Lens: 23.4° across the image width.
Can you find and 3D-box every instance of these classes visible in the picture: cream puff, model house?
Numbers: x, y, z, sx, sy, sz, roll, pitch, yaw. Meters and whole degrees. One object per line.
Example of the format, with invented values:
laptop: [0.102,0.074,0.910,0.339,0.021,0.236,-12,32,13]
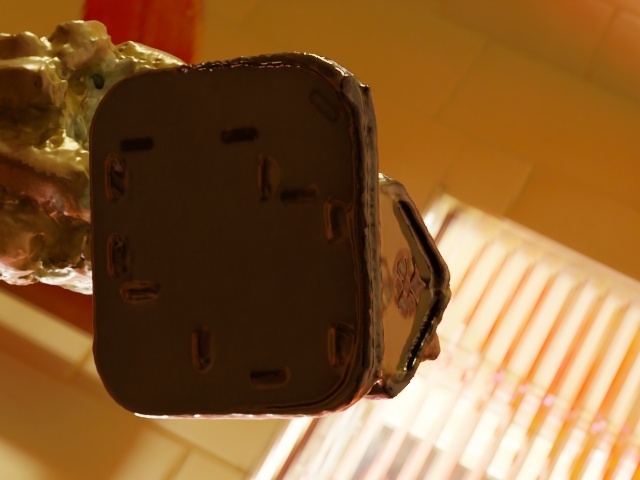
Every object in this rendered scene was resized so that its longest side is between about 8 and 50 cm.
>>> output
cream puff: [-0.201,-0.068,1.134,0.194,0.195,0.221,104,-6,-52]
model house: [0.000,0.000,1.039,0.279,0.205,0.218,1,88,-63]
